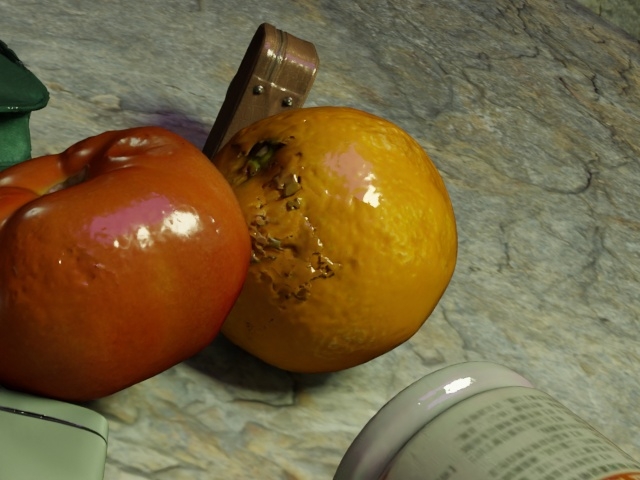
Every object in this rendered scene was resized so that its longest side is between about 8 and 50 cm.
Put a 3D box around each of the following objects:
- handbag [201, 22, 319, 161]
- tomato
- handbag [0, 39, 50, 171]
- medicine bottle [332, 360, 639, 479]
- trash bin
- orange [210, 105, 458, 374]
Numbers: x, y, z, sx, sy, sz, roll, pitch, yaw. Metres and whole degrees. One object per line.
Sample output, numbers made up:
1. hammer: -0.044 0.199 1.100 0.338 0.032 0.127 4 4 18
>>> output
1. handbag: -0.070 -0.140 1.333 0.072 0.193 0.151 21 23 -11
2. tomato: -0.181 0.022 0.948 0.259 0.180 0.260 -14 18 4
3. handbag: -0.448 -0.157 1.179 0.326 0.089 0.238 -8 40 -46
4. medicine bottle: 0.165 0.238 0.797 0.202 0.202 0.316 1 24 -38
5. trash bin: -0.208 0.167 0.832 0.116 0.059 0.130 15 30 -14
6. orange: 0.000 0.000 1.096 0.246 0.246 0.246 19 28 -11
